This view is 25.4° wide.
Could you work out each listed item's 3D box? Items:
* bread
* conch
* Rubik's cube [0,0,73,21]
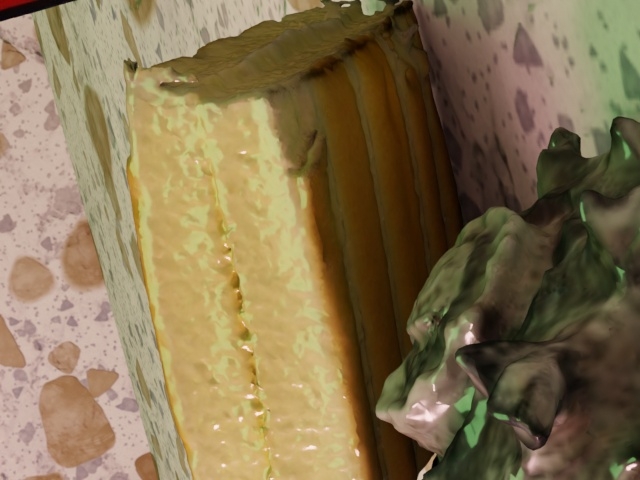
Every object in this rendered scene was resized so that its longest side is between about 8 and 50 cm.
[{"bbox_3d":[0.000,0.000,0.752,0.239,0.111,0.246,-47,-50,-64],"label":"bread"},{"bbox_3d":[0.096,0.073,0.582,0.313,0.186,0.241,65,-152,-63],"label":"conch"},{"bbox_3d":[-0.308,-0.375,1.364,0.246,0.250,0.248,-126,23,-51],"label":"Rubik's cube"}]
